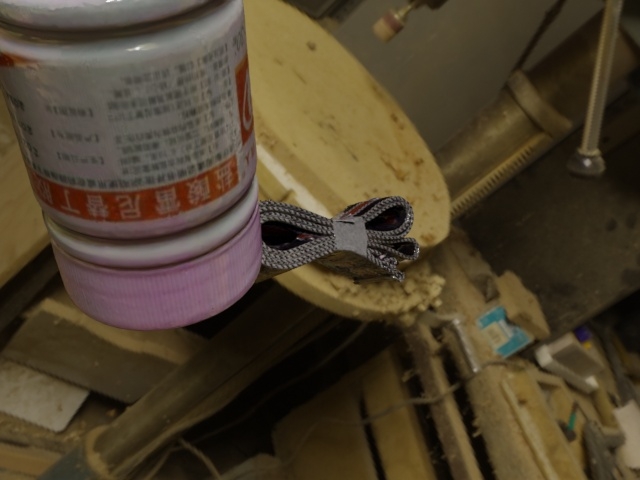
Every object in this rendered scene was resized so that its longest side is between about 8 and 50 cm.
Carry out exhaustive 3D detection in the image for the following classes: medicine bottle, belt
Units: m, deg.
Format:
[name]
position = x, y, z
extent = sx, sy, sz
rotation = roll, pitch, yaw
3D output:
[medicine bottle]
position = -0.157, -0.097, 0.691
extent = 0.202, 0.202, 0.316
rotation = -91, 179, -52
[belt]
position = 0.000, 0.000, 1.066
extent = 0.359, 0.094, 0.126
rotation = 1, 82, -49
